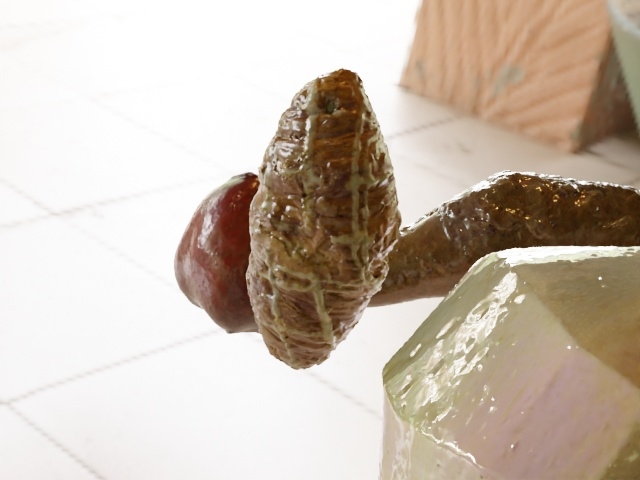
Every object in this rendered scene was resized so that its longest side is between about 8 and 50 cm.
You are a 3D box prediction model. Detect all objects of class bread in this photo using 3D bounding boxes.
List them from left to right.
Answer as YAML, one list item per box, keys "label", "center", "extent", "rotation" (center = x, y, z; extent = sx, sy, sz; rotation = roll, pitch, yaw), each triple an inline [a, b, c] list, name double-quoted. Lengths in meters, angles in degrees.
- label: "bread"
  center: [0.000, 0.000, 0.955]
  extent: [0.104, 0.233, 0.076]
  rotation: [13, 28, 8]

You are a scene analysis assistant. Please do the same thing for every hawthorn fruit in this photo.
- label: "hawthorn fruit"
  center: [-0.073, 0.006, 1.637]
  extent: [0.185, 0.202, 0.185]
  rotation: [17, 11, -3]

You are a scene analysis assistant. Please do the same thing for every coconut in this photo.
- label: "coconut"
  center: [0.167, 0.116, 0.861]
  extent: [0.259, 0.259, 0.259]
  rotation: [10, 24, -5]

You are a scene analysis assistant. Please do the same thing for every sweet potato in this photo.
- label: "sweet potato"
  center: [0.177, -0.003, 1.177]
  extent: [0.341, 0.114, 0.092]
  rotation: [-2, 7, -2]
